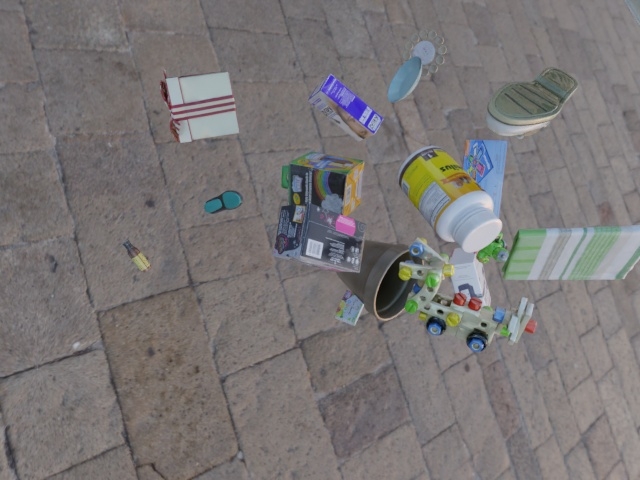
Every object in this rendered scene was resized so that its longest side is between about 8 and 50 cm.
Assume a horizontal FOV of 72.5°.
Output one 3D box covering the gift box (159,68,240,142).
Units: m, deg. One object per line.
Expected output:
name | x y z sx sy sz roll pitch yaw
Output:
gift box | -0.450 -0.512 1.626 0.258 0.276 0.255 -11 109 -7

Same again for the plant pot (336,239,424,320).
plant pot | 0.222 0.130 1.821 0.323 0.280 0.323 -27 130 -37

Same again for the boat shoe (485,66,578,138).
boat shoe | 0.421 -0.261 0.890 0.302 0.103 0.113 -29 66 -34

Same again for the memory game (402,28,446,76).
memory game | 0.434 -0.783 1.830 0.186 0.186 0.012 64 30 -1

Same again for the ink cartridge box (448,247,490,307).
ink cartridge box | 0.570 0.162 1.662 0.172 0.100 0.237 -42 117 -58

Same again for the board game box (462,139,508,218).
board game box | 0.585 -0.220 1.581 0.027 0.144 0.282 -56 148 -72

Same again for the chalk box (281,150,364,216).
chalk box | -0.008 -0.213 1.605 0.179 0.288 0.180 -41 142 -54

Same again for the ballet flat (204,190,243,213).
ballet flat | -0.341 -0.144 1.599 0.074 0.203 0.074 18 67 -50

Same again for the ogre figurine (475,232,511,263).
ogre figurine | 0.498 0.024 1.248 0.118 0.097 0.197 17 37 -35

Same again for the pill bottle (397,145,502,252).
pill bottle | 0.248 -0.080 0.844 0.117 0.117 0.215 1 43 -33

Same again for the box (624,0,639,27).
box | 0.755 -0.543 0.872 0.311 0.121 0.148 -45 102 -21

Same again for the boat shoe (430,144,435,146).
boat shoe | 0.537 -0.346 1.952 0.219 0.070 0.078 29 90 -56

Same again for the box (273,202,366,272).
box | 0.000 0.000 1.333 0.247 0.142 0.164 17 78 -39

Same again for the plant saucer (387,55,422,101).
plant saucer | 0.339 -0.623 1.713 0.037 0.195 0.195 24 64 -24

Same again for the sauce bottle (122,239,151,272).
sauce bottle | -0.662 0.055 1.573 0.042 0.042 0.128 -43 113 -34

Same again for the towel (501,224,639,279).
towel | 0.314 0.014 0.543 0.151 0.113 0.023 -1 55 10

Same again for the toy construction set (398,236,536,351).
toy construction set | 0.335 0.144 1.028 0.151 0.327 0.215 -25 133 -44

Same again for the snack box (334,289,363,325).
snack box | 0.136 0.304 1.977 0.100 0.037 0.141 19 57 16

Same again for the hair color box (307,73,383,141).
hair color box | 0.122 -0.643 2.151 0.338 0.185 0.110 33 80 -19
